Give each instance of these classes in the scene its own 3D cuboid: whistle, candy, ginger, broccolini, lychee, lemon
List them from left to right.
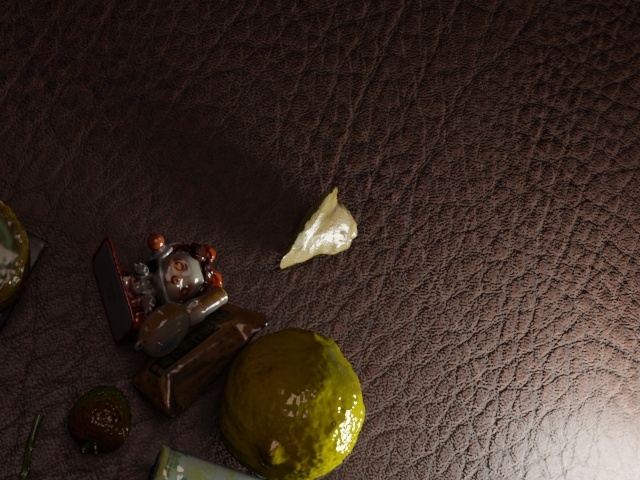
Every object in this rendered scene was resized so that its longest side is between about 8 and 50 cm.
[{"bbox_3d":[-0.649,0.030,1.857,0.260,0.118,0.260,5,70,-13],"label":"candy"},{"bbox_3d":[-0.525,0.413,1.844,0.044,0.042,0.218,19,65,-10],"label":"broccolini"},{"bbox_3d":[-0.398,0.328,1.873,0.114,0.114,0.146,18,45,-10],"label":"lychee"},{"bbox_3d":[-0.256,0.149,1.911,0.057,0.107,0.220,35,43,23],"label":"whistle"},{"bbox_3d":[-0.229,0.213,1.964,0.143,0.101,0.271,23,57,42],"label":"candy"},{"bbox_3d":[-0.052,0.296,1.901,0.268,0.268,0.322,27,39,-6],"label":"lemon"},{"bbox_3d":[-0.004,0.001,2.114,0.122,0.115,0.193,43,76,-17],"label":"ginger"}]

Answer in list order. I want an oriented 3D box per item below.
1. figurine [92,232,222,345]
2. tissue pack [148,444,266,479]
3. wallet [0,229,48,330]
[{"bbox_3d":[-0.293,0.077,1.981,0.226,0.160,0.183,-12,76,-28],"label":"figurine"},{"bbox_3d":[-0.149,0.564,1.838,0.388,0.162,0.287,20,66,-8],"label":"tissue pack"},{"bbox_3d":[-0.649,0.099,1.911,0.169,0.044,0.317,26,64,-4],"label":"wallet"}]
